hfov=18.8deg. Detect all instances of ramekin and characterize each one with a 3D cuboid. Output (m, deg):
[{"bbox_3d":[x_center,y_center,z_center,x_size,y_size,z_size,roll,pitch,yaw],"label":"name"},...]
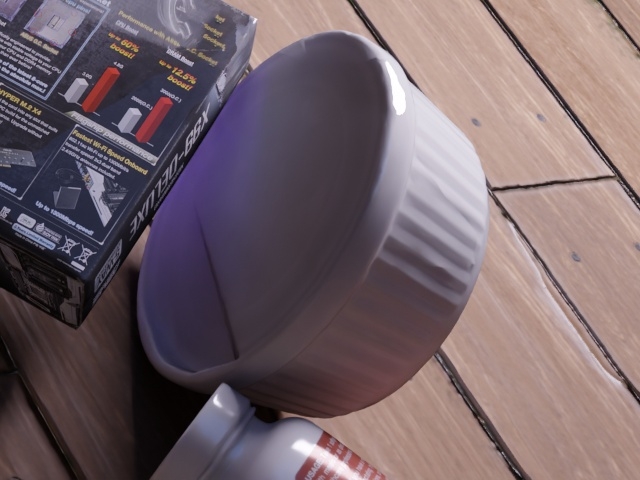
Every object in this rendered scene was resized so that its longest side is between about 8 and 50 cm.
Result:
[{"bbox_3d":[0.000,0.000,1.356,0.127,0.273,0.273,30,34,-31],"label":"ramekin"}]

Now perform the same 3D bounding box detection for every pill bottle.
[{"bbox_3d":[-0.004,0.192,1.246,0.216,0.121,0.121,37,36,1],"label":"pill bottle"}]

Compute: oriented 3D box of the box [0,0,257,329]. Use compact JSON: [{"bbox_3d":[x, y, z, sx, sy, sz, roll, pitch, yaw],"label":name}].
[{"bbox_3d":[-0.234,-0.118,1.318,0.307,0.076,0.242,28,61,4],"label":"box"}]
